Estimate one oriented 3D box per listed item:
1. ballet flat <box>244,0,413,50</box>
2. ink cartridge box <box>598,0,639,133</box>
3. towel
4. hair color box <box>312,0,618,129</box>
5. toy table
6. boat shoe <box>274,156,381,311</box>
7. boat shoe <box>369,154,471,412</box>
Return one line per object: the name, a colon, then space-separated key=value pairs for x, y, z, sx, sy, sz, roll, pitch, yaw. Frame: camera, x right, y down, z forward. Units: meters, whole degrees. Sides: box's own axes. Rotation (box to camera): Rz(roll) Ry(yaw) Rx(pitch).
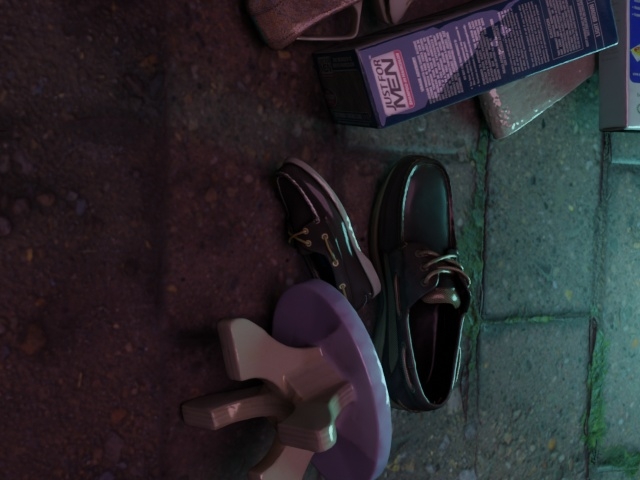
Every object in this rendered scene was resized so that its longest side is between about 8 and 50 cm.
ballet flat: x=0.050 y=-0.323 z=1.174 sx=0.316 sy=0.107 sz=0.106 roll=-22 pitch=113 yaw=-17
ink cartridge box: x=0.506 y=-0.348 z=1.382 sx=0.175 sy=0.069 sz=0.371 roll=-1 pitch=93 yaw=-31
towel: x=0.321 y=-0.298 z=1.347 sx=0.282 sy=0.049 sz=0.187 roll=-35 pitch=108 yaw=-21
hair color box: x=0.184 y=-0.247 z=1.169 sx=0.347 sy=0.174 sz=0.105 roll=-21 pitch=105 yaw=-14
toy table: x=-0.032 y=0.199 z=1.093 sx=0.161 sy=0.252 sz=0.274 roll=-20 pitch=91 yaw=-42
boat shoe: x=0.000 y=0.000 z=1.172 sx=0.068 sy=0.081 sz=0.228 roll=-41 pitch=114 yaw=-24
boat shoe: x=0.151 y=0.062 z=1.231 sx=0.132 sy=0.130 sz=0.355 roll=-2 pitch=95 yaw=-29
